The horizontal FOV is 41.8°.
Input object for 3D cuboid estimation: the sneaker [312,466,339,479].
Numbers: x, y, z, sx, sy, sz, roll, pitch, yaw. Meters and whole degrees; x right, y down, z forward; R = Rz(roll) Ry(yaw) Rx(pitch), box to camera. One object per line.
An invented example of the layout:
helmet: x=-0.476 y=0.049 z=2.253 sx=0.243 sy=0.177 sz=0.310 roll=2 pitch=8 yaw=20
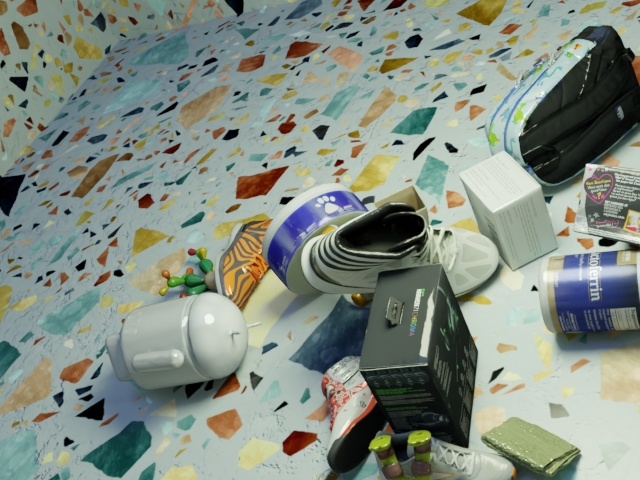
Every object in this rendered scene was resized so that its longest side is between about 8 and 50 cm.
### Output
sneaker: x=0.003 y=0.455 z=1.605 sx=0.083 sy=0.031 sz=0.037 roll=-44 pitch=39 yaw=-22

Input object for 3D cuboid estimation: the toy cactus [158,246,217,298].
toy cactus: x=-0.319 y=0.095 z=2.201 sx=0.181 sy=0.112 sz=0.219 roll=0 pitch=35 yaw=19

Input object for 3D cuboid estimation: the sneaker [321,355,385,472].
sneaker: x=0.050 y=0.339 z=1.670 sx=0.145 sy=0.090 sz=0.270 roll=5 pitch=44 yaw=38

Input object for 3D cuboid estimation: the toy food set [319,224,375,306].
toy food set: x=0.097 y=0.043 z=1.871 sx=0.104 sy=0.232 sz=0.111 roll=-45 pitch=36 yaw=-23

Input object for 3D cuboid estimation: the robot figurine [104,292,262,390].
robot figurine: x=-0.317 y=0.233 z=1.932 sx=0.354 sy=0.199 sz=0.300 roll=-13 pitch=14 yaw=18

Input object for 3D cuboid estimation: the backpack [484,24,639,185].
backpack: x=0.563 y=-0.288 z=1.973 sx=0.273 sy=0.290 sz=0.355 roll=12 pitch=58 yaw=52

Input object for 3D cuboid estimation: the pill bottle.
pill bottle: x=0.560 y=0.095 z=1.588 sx=0.265 sy=0.153 sz=0.153 roll=-7 pitch=41 yaw=26

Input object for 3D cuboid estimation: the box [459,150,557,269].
box: x=0.415 y=-0.068 z=1.850 sx=0.119 sy=0.181 sz=0.182 roll=-27 pitch=36 yaw=0

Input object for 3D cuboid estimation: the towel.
towel: x=0.365 y=0.359 z=1.463 sx=0.110 sy=0.027 sz=0.148 roll=-15 pitch=26 yaw=-40

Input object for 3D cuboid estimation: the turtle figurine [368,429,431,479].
turtle figurine: x=0.173 y=0.434 z=1.415 sx=0.270 sy=0.217 sz=0.087 roll=-11 pitch=4 yaw=34

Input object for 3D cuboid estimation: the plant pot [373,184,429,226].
plant pot: x=0.207 y=-0.052 z=2.034 sx=0.109 sy=0.096 sz=0.109 roll=-26 pitch=37 yaw=4

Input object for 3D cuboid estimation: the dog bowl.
dog bowl: x=0.000 y=0.000 z=1.951 sx=0.265 sy=0.265 sz=0.104 roll=-35 pitch=58 yaw=-9

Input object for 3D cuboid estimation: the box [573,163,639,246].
box: x=0.633 y=-0.069 z=1.642 sx=0.247 sy=0.142 sz=0.163 roll=2 pitch=11 yaw=-45

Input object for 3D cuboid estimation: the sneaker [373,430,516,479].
sneaker: x=0.208 y=0.392 z=1.476 sx=0.263 sy=0.121 sz=0.099 roll=-4 pitch=42 yaw=27

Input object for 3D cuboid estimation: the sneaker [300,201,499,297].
sneaker: x=0.208 y=0.029 z=1.690 sx=0.448 sy=0.169 sz=0.257 roll=-1 pitch=-13 yaw=-21

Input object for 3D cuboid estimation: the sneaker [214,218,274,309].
sneaker: x=-0.154 y=0.042 z=2.126 sx=0.180 sy=0.124 sz=0.321 roll=-14 pitch=38 yaw=20

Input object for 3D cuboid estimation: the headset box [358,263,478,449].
headset box: x=0.189 y=0.217 z=1.565 sx=0.131 sy=0.283 sz=0.246 roll=-8 pitch=41 yaw=24
